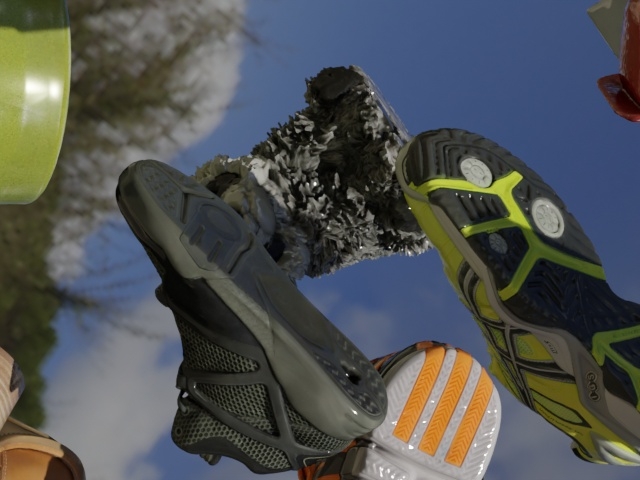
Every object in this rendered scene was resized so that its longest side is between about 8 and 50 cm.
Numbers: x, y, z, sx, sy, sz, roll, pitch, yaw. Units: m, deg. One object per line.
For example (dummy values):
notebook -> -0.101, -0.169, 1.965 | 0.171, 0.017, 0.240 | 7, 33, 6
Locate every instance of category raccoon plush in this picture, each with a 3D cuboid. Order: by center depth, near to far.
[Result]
raccoon plush -> 0.000, 0.000, 1.881 | 0.299, 0.446, 0.216 | -32, -118, 9

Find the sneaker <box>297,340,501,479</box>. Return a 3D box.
sneaker -> 0.020, 0.223, 1.192 | 0.321, 0.124, 0.180 | -60, -170, -9

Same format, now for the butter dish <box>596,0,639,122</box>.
butter dish -> 0.272, -0.151, 1.143 | 0.160, 0.118, 0.160 | -9, -165, 5

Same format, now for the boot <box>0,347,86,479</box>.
boot -> -0.277, 0.216, 1.204 | 0.220, 0.109, 0.283 | -60, 167, -25

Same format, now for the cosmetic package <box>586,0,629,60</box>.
cosmetic package -> 0.422, -0.250, 1.809 | 0.151, 0.151, 0.183 | -35, -176, -19

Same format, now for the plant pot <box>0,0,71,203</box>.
plant pot -> -0.431, -0.162, 1.549 | 0.366, 0.353, 0.367 | -177, -90, -66

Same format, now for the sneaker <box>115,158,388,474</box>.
sneaker -> -0.074, 0.061, 1.062 | 0.130, 0.227, 0.087 | -38, -174, 25

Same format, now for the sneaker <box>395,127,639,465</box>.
sneaker -> 0.187, 0.068, 1.498 | 0.147, 0.385, 0.145 | -32, -169, 45

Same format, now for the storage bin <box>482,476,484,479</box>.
storage bin -> 0.074, 0.284, 1.617 | 0.180, 0.084, 0.122 | -4, -127, 7
